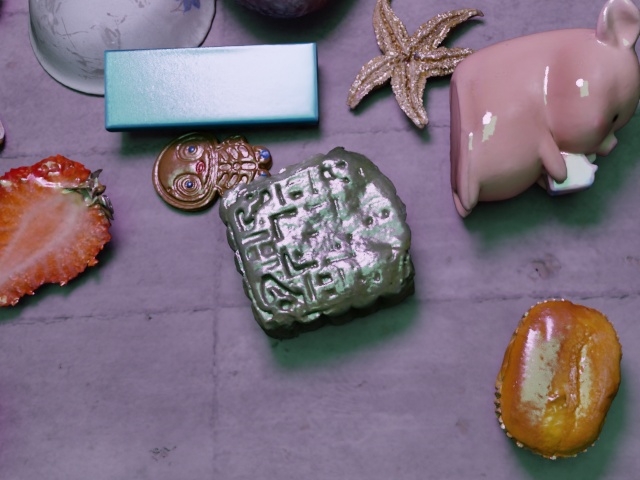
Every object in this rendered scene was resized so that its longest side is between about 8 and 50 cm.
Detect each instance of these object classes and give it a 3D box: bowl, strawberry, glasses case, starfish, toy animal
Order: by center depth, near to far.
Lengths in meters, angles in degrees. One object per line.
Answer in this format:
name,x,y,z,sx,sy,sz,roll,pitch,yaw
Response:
toy animal,0.280,-0.160,1.006,0.256,0.195,0.213,-12,80,2
strawberry,-0.395,-0.024,1.118,0.236,0.107,0.175,-20,109,3
starfish,0.133,-0.265,1.134,0.227,0.043,0.240,-17,69,1
glasses case,-0.153,-0.213,1.136,0.301,0.070,0.117,-1,85,0
bowl,-0.322,-0.389,1.186,0.313,0.146,0.313,-2,73,7

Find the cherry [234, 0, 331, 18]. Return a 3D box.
cherry,-0.050,-0.430,1.124,0.285,0.213,0.236,12,47,34

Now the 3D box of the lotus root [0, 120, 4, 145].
lotus root,-0.503,-0.170,1.208,0.037,0.030,0.083,-41,66,28

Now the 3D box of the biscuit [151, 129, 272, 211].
biscuit,-0.156,-0.103,1.138,0.175,0.026,0.124,-3,74,8

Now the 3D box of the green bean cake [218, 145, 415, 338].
green bean cake,0.000,0.000,1.039,0.227,0.125,0.222,-19,73,-3

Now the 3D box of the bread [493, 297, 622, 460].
bread,0.283,0.164,0.954,0.132,0.114,0.190,15,82,10
